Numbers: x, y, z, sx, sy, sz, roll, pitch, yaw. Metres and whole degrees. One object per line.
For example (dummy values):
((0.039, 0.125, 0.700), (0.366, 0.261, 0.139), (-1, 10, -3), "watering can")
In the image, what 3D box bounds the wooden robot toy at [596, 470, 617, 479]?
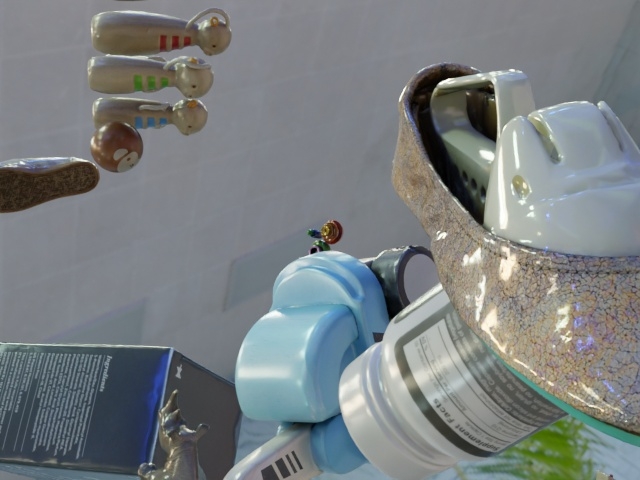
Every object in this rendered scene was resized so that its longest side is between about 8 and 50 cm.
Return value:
((0.417, 0.350, 1.093), (0.079, 0.173, 0.076), (0, -65, -13), "wooden robot toy")

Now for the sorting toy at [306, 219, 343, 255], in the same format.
((0.000, 0.000, 1.720), (0.042, 0.061, 0.102), (11, -62, -53), "sorting toy")

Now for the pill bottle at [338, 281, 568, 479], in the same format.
((0.160, 0.100, 0.790), (0.283, 0.161, 0.161), (-41, -16, 32), "pill bottle")

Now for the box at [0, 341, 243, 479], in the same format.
((-0.379, 0.322, 1.546), (0.293, 0.395, 0.212), (48, -135, -58), "box")

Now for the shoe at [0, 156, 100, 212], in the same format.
((-0.464, -0.091, 1.378), (0.219, 0.058, 0.077), (-10, -67, -30), "shoe")

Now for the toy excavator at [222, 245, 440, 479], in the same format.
((-0.024, 0.248, 1.141), (0.445, 0.222, 0.433), (-16, -84, -44), "toy excavator")

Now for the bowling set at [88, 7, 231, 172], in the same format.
((-0.170, -0.164, 0.944), (0.154, 0.200, 0.287), (-1, -12, -11), "bowling set")

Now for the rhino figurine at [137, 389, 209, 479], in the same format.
((-0.176, 0.303, 1.058), (0.073, 0.106, 0.243), (3, -89, -30), "rhino figurine")

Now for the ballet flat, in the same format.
((0.099, -0.024, 0.430), (0.107, 0.316, 0.106), (-8, -66, -13), "ballet flat")
